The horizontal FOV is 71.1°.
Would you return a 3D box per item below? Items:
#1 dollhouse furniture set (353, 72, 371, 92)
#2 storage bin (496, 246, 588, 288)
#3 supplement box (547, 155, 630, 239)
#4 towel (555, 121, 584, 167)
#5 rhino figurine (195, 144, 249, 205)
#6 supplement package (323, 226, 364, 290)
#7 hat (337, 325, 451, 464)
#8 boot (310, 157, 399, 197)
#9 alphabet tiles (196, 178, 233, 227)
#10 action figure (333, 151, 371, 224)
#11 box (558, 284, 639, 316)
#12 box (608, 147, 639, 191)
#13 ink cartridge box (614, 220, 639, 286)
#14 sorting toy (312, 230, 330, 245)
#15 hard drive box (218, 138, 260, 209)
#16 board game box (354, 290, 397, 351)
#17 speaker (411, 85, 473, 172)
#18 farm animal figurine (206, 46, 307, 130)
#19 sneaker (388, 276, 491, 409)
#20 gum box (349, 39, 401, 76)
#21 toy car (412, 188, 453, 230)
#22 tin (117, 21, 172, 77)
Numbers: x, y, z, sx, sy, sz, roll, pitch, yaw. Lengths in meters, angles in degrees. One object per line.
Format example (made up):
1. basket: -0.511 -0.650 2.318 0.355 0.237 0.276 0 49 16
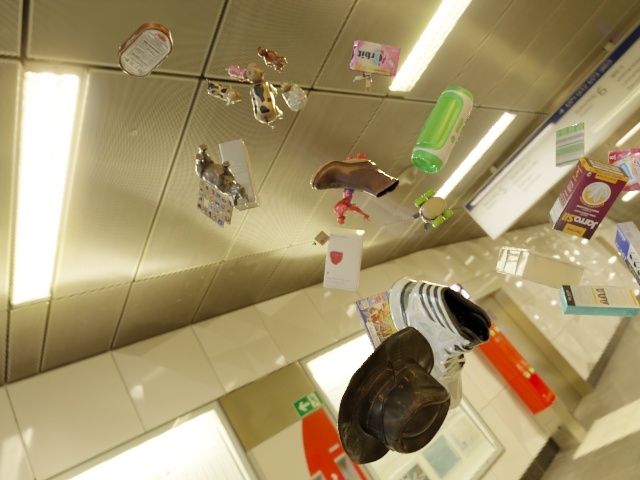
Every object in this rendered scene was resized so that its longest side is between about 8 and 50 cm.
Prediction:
1. dollhouse furniture set: 0.181 -0.718 1.999 0.081 0.114 0.091 -5 -40 14
2. storage bin: 0.946 0.124 1.950 0.260 0.262 0.123 -132 58 -86
3. supplement box: 0.694 -0.110 1.170 0.081 0.104 0.188 -63 -11 -56
4. towel: 0.944 -0.358 1.691 0.023 0.152 0.113 10 -9 -28
5. rhino figurine: -0.301 -0.190 1.384 0.073 0.243 0.106 -39 -23 -31
6. supplement package: 0.123 0.092 2.323 0.175 0.177 0.293 -45 -39 -78
7. hat: 0.192 0.353 0.966 0.331 0.133 0.332 -13 -71 -42
8. boot: 0.115 -0.200 1.499 0.248 0.206 0.090 -27 -44 -30
9. alphabet tiles: -0.479 -0.178 2.034 0.009 0.237 0.198 -22 -42 -48
10. action figure: 0.135 -0.172 1.676 0.139 0.281 0.091 30 -22 -28
11. box: 1.036 0.225 1.675 0.244 0.101 0.060 0 -44 12
12. box: 1.014 -0.218 1.375 0.256 0.128 0.122 -6 4 -29
13. ink cartridge box: 0.974 0.046 1.376 0.046 0.207 0.097 -11 -49 15
14. sorting toy: 0.000 0.000 2.123 0.062 0.012 0.083 40 -82 -24
15. hard drive box: -0.299 -0.239 1.678 0.089 0.232 0.181 -13 -3 -3
16. board game box: 0.231 0.310 1.722 0.136 0.201 0.035 -17 -22 -10
17. speaker: 0.434 -0.394 1.594 0.297 0.131 0.131 -62 -21 -9
18. farm animal figurine: -0.262 -0.592 1.755 0.330 0.327 0.172 -31 -2 12
19. sneaker: 0.362 0.321 1.263 0.169 0.448 0.257 -30 17 -28
20. gum box: 0.210 -0.713 1.757 0.188 0.062 0.107 4 -72 -14
21. toy car: 0.509 -0.123 2.143 0.148 0.155 0.188 -33 -12 -28
22. tin: -0.530 -0.574 1.356 0.189 0.040 0.106 -34 -35 20
